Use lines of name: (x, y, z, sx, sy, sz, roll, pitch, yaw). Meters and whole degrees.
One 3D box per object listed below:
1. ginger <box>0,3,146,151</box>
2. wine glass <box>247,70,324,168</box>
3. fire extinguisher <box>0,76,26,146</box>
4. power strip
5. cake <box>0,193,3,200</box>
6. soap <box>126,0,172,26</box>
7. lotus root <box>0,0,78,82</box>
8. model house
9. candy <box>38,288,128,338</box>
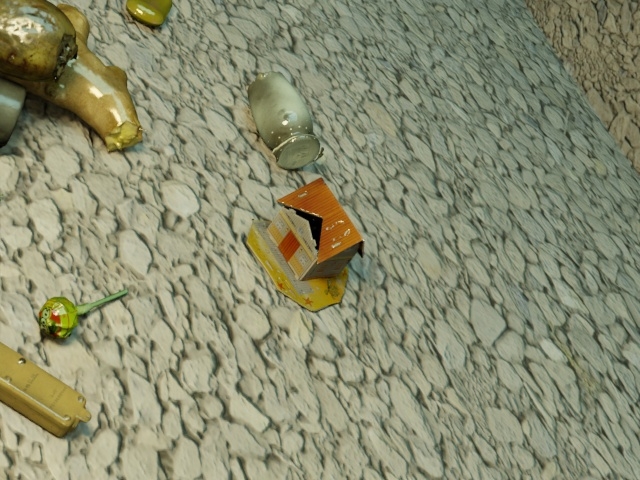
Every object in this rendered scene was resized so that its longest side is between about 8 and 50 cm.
ginger: (-0.477, -0.316, 1.983, 0.375, 0.166, 0.236, 41, 20, -21)
wine glass: (-0.077, -0.248, 2.234, 0.111, 0.111, 0.204, 2, 51, -39)
fire extinguisher: (-0.664, -0.245, 1.715, 0.376, 0.113, 0.200, 21, 29, -21)
power strip: (-0.449, 0.171, 1.492, 0.305, 0.044, 0.064, 35, 35, -5)
cake: (-0.588, -0.125, 1.666, 0.235, 0.099, 0.100, 9, 45, -35)
soap: (-0.367, -0.504, 2.338, 0.089, 0.045, 0.140, 30, 34, -14)
lotus root: (-0.536, -0.356, 1.786, 0.275, 0.152, 0.160, 18, -3, 3)
model house: (0.000, 0.000, 1.992, 0.207, 0.136, 0.219, -4, 51, -45)
candy: (-0.353, 0.101, 1.658, 0.058, 0.062, 0.194, 1, 11, 28)
